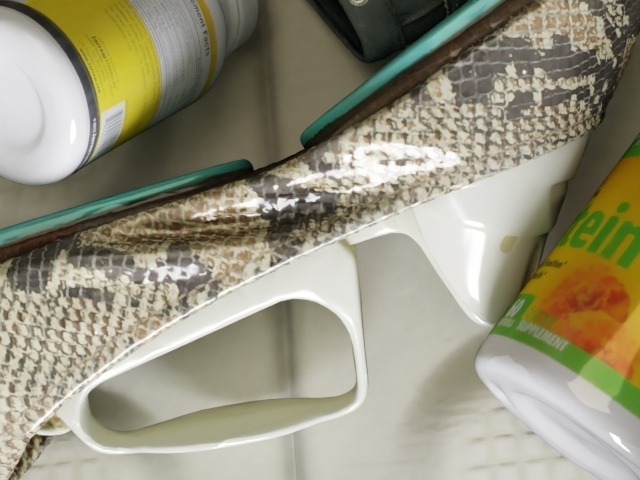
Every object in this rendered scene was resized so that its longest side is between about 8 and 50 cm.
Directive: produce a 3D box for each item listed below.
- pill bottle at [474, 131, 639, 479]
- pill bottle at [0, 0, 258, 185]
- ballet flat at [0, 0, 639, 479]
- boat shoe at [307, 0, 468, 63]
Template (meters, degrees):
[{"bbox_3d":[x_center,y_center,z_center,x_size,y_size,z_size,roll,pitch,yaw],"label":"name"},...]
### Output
[{"bbox_3d":[0.203,0.007,0.987,0.136,0.136,0.246,34,80,20],"label":"pill bottle"},{"bbox_3d":[-0.118,-0.109,1.072,0.103,0.103,0.184,32,40,20],"label":"pill bottle"},{"bbox_3d":[0.000,0.000,1.039,0.483,0.164,0.182,-27,90,6],"label":"ballet flat"},{"bbox_3d":[-0.045,-0.226,1.133,0.319,0.116,0.099,41,79,16],"label":"boat shoe"}]
